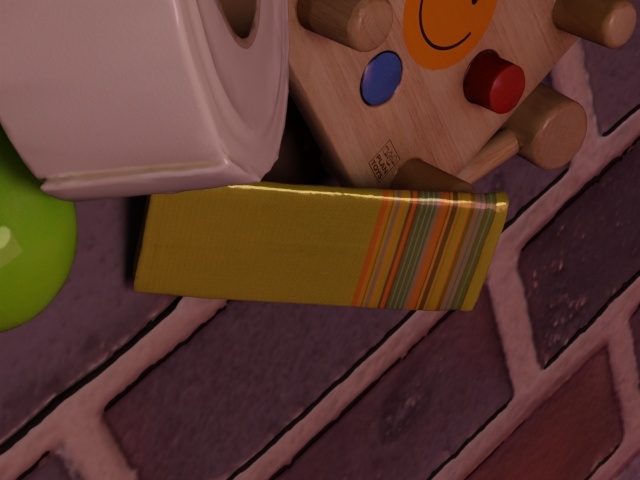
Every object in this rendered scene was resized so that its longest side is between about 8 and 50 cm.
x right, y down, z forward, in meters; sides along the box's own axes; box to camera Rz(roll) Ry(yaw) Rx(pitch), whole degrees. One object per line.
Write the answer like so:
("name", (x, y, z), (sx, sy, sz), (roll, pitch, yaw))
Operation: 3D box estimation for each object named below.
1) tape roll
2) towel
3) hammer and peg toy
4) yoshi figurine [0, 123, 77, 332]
("tape roll", (-0.092, -0.162, 0.886), (0.286, 0.100, 0.286), (-6, 90, -81))
("towel", (0.000, 0.000, 1.161), (0.237, 0.021, 0.102), (3, 131, -14))
("hammer and peg toy", (0.095, -0.122, 1.219), (0.266, 0.127, 0.361), (-47, 139, -17))
("yoshi figurine", (-0.204, -0.090, 0.866), (0.203, 0.203, 0.362), (-33, 137, -40))
